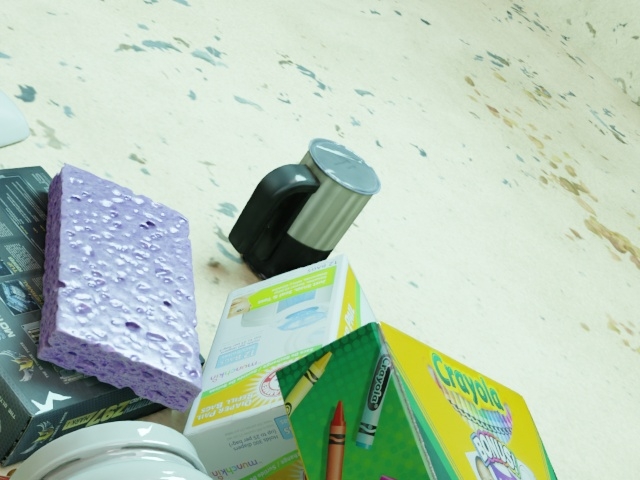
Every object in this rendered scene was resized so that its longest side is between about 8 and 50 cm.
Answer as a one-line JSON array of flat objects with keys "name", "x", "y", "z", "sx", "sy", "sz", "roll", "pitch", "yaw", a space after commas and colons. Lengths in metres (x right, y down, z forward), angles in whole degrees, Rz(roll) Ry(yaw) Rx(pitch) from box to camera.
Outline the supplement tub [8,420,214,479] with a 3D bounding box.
[{"name": "supplement tub", "x": -0.100, "y": 0.214, "z": 0.653, "sx": 0.144, "sy": 0.144, "sz": 0.199, "roll": 15, "pitch": 33, "yaw": -35}]

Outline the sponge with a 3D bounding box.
[{"name": "sponge", "x": -0.151, "y": 0.029, "z": 0.894, "sx": 0.117, "sy": 0.031, "sz": 0.210, "roll": 24, "pitch": 29, "yaw": -25}]

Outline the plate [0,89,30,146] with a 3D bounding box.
[{"name": "plate", "x": -0.420, "y": -0.165, "z": 1.019, "sx": 0.278, "sy": 0.045, "sz": 0.277, "roll": 40, "pitch": 26, "yaw": 9}]

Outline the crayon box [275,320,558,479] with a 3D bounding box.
[{"name": "crayon box", "x": 0.089, "y": 0.170, "z": 0.799, "sx": 0.278, "sy": 0.081, "sz": 0.165, "roll": 30, "pitch": 35, "yaw": -57}]

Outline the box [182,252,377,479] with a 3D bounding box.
[{"name": "box", "x": -0.018, "y": 0.115, "z": 0.911, "sx": 0.203, "sy": 0.114, "sz": 0.103, "roll": -77, "pitch": 145, "yaw": -61}]

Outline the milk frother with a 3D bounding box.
[{"name": "milk frother", "x": 0.000, "y": 0.000, "z": 1.135, "sx": 0.143, "sy": 0.135, "sz": 0.129, "roll": 43, "pitch": 28, "yaw": 15}]

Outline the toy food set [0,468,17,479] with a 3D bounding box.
[{"name": "toy food set", "x": -0.173, "y": 0.166, "z": 0.767, "sx": 0.122, "sy": 0.019, "sz": 0.078, "roll": 4, "pitch": 12, "yaw": -31}]

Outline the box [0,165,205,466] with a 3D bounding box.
[{"name": "box", "x": -0.223, "y": 0.044, "z": 0.886, "sx": 0.232, "sy": 0.059, "sz": 0.183, "roll": 46, "pitch": 28, "yaw": 19}]
